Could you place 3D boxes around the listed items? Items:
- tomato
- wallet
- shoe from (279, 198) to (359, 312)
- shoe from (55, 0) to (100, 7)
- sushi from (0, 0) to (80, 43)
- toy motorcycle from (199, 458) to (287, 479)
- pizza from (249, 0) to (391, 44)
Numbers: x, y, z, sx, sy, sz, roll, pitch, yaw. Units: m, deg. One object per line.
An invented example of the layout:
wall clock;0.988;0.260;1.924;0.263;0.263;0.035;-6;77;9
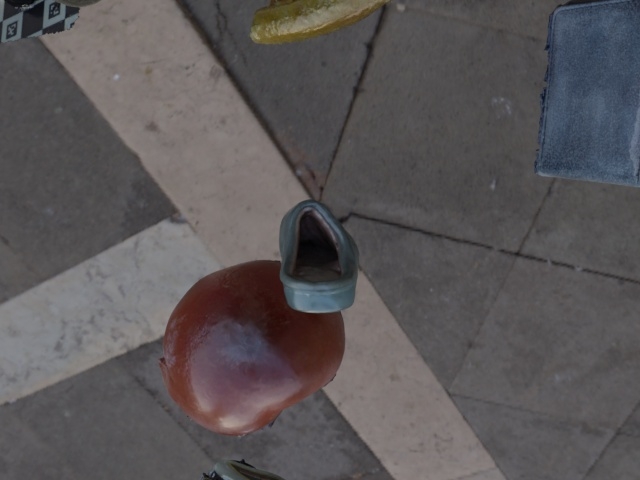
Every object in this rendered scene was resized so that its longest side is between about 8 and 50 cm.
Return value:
tomato;-0.085;0.112;0.849;0.228;0.112;0.199;-38;79;-10
wallet;0.334;-0.179;0.868;0.036;0.167;0.222;-2;100;-31
shoe;0.000;0.000;0.677;0.079;0.195;0.078;4;111;-1
shoe;-0.253;-0.287;0.586;0.159;0.316;0.124;35;103;-3
sushi;-0.365;-0.338;0.891;0.210;0.193;0.040;-1;168;32
toy motorcycle;-0.066;0.415;1.098;0.263;0.157;0.091;24;93;-12
pizza;0.040;-0.301;0.727;0.292;0.197;0.058;-26;140;21
